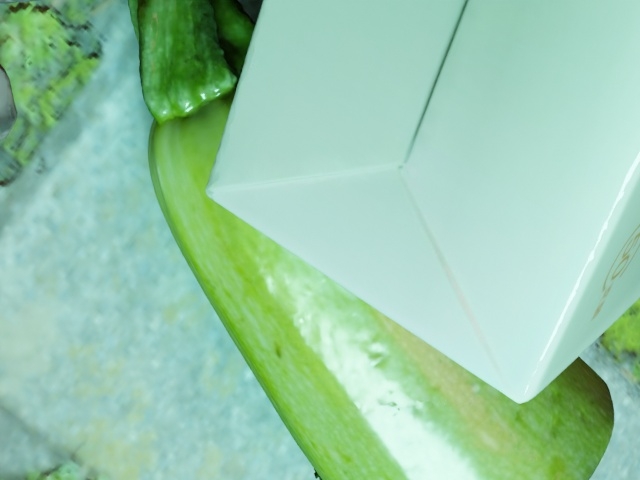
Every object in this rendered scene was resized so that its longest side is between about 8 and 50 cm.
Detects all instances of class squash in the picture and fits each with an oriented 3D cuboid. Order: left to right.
[{"bbox_3d":[-0.009,0.013,0.653,0.287,0.137,0.137,46,71,-22],"label":"squash"}]

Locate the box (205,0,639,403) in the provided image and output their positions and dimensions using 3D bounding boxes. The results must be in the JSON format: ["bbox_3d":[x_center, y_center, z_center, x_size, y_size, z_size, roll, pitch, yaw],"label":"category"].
[{"bbox_3d":[0.133,-0.119,0.591,0.341,0.143,0.225,-30,147,-50],"label":"box"}]

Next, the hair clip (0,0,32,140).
[{"bbox_3d":[-0.145,-0.166,0.542,0.173,0.069,0.300,21,96,-34],"label":"hair clip"}]
